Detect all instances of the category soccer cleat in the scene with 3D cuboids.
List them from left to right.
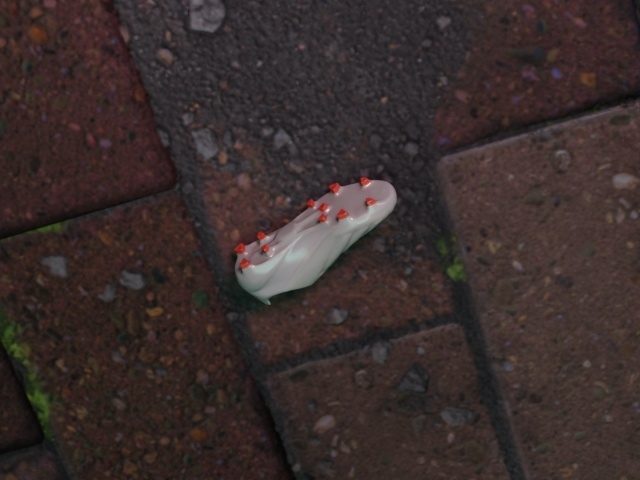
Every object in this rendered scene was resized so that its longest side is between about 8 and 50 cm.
[{"bbox_3d":[0.000,0.000,1.568,0.196,0.068,0.076,-29,128,13],"label":"soccer cleat"}]
